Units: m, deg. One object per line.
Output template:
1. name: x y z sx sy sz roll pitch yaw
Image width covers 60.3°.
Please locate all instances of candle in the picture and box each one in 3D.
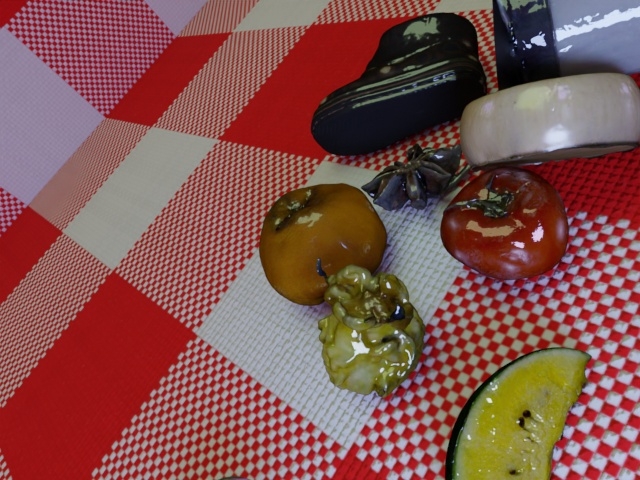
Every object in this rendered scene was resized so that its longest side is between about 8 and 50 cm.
1. candle: 0.433 -0.346 0.827 0.343 0.221 0.221 -8 50 22

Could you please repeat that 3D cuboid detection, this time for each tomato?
1. tomato: 0.273 -0.014 0.820 0.187 0.151 0.187 -15 45 16

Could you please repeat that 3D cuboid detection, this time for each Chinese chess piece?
1. Chinese chess piece: 0.342 -0.170 0.830 0.257 0.257 0.104 -6 91 36

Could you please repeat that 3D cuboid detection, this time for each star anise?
1. star anise: 0.190 -0.119 1.030 0.231 0.089 0.209 -7 36 29

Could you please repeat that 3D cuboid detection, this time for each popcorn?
1. popcorn: 0.066 0.136 0.826 0.168 0.195 0.173 -34 45 -1

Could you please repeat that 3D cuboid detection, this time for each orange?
1. orange: 0.000 0.000 1.011 0.249 0.183 0.248 -24 42 24

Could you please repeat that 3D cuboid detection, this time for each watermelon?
1. watermelon: 0.227 0.253 0.674 0.129 0.123 0.301 19 70 24

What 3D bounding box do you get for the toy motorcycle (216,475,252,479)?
1. toy motorcycle: -0.155 0.472 0.772 0.327 0.143 0.188 -57 30 7

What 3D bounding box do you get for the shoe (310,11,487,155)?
1. shoe: 0.155 -0.340 1.189 0.384 0.171 0.237 -17 53 26
